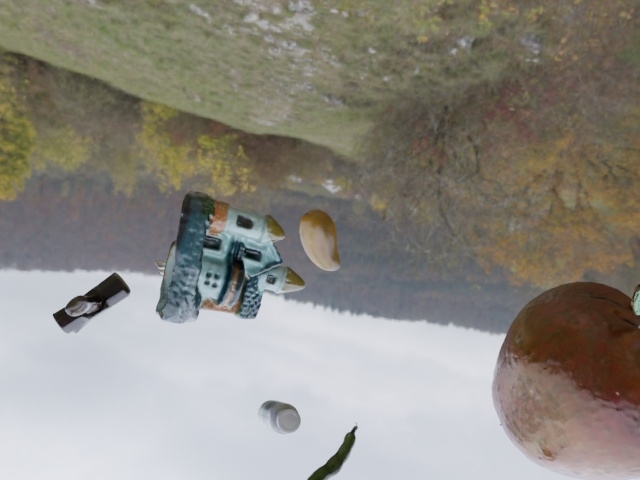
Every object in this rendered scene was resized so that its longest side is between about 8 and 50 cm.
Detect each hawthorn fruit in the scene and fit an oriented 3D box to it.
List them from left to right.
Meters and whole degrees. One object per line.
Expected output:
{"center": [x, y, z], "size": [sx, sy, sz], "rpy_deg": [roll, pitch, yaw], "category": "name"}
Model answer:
{"center": [0.516, 0.294, 1.275], "size": [0.403, 0.402, 0.403], "rpy_deg": [8, -178, 0], "category": "hawthorn fruit"}

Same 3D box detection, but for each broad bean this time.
{"center": [0.035, 0.563, 1.645], "size": [0.039, 0.069, 0.227], "rpy_deg": [2, -149, 37], "category": "broad bean"}

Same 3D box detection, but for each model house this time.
{"center": [-0.157, 0.053, 1.252], "size": [0.291, 0.253, 0.184], "rpy_deg": [13, 178, -20], "category": "model house"}

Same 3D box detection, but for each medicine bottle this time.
{"center": [-0.123, 0.534, 1.932], "size": [0.095, 0.095, 0.260], "rpy_deg": [7, 168, -17], "category": "medicine bottle"}

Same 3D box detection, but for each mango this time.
{"center": [0.000, 0.000, 1.775], "size": [0.102, 0.184, 0.085], "rpy_deg": [-14, -159, 14], "category": "mango"}

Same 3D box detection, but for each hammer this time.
{"center": [-0.707, 0.200, 1.935], "size": [0.242, 0.095, 0.409], "rpy_deg": [-36, -175, -12], "category": "hammer"}

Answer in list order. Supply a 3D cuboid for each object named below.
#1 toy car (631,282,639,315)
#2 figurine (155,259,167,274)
{"center": [0.574, 0.095, 1.105], "size": [0.122, 0.059, 0.035], "rpy_deg": [-10, -166, -26], "category": "toy car"}
{"center": [-0.291, 0.071, 1.366], "size": [0.146, 0.081, 0.098], "rpy_deg": [-3, -158, 6], "category": "figurine"}
